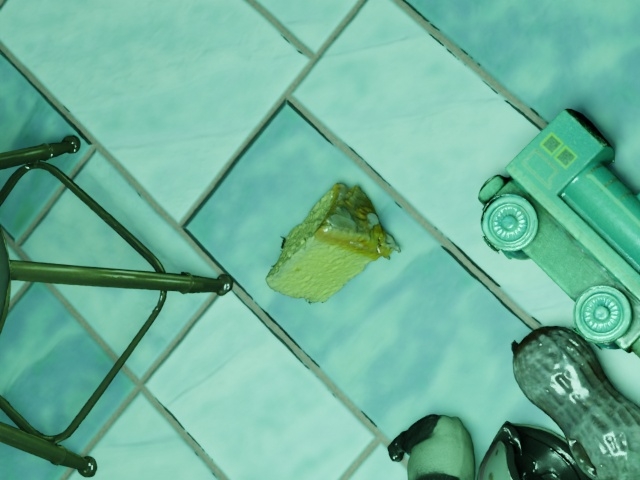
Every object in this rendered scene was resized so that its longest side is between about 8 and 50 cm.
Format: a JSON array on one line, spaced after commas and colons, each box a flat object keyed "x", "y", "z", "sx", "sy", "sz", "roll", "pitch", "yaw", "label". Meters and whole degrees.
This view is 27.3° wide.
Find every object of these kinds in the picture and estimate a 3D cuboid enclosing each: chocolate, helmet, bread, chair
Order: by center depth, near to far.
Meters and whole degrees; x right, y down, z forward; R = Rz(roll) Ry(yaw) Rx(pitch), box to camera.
[{"x": 0.250, "y": 0.302, "z": 1.563, "sx": 0.153, "sy": 0.177, "sz": 0.107, "roll": 37, "pitch": 108, "yaw": 11, "label": "helmet"}, {"x": 0.323, "y": 0.203, "z": 1.576, "sx": 0.110, "sy": 0.110, "sz": 0.248, "roll": -40, "pitch": 72, "yaw": 15, "label": "chocolate"}, {"x": 0.000, "y": 0.000, "z": 1.712, "sx": 0.147, "sy": 0.152, "sz": 0.127, "roll": -40, "pitch": 70, "yaw": 24, "label": "bread"}, {"x": -0.425, "y": 0.072, "z": 1.736, "sx": 0.362, "sy": 0.410, "sz": 0.365, "roll": 41, "pitch": 100, "yaw": 21, "label": "chair"}]

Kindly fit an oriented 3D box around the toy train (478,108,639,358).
[{"x": 0.333, "y": -0.002, "z": 1.586, "sx": 0.194, "sy": 0.120, "sz": 0.298, "roll": -45, "pitch": 70, "yaw": 7, "label": "toy train"}]

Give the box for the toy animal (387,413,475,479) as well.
[{"x": 0.142, "y": 0.311, "z": 1.605, "sx": 0.093, "sy": 0.225, "sz": 0.121, "roll": 30, "pitch": 125, "yaw": -15, "label": "toy animal"}]
